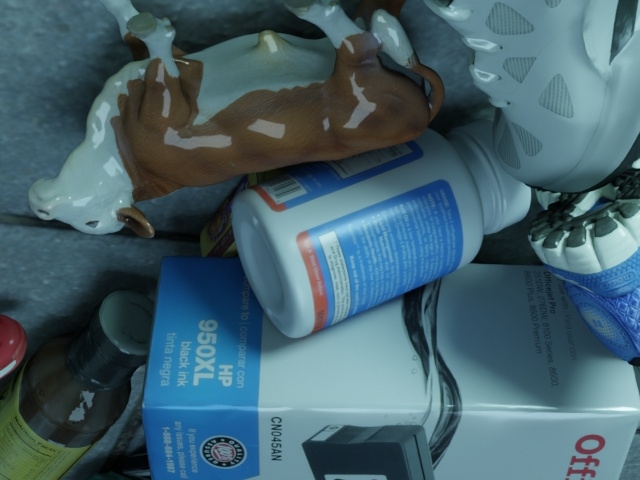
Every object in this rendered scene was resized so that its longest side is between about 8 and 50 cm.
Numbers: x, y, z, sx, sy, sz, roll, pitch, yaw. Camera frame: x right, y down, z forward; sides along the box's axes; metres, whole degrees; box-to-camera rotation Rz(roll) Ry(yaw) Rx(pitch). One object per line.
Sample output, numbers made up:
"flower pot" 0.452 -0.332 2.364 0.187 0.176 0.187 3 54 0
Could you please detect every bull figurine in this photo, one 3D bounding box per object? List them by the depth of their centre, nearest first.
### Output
"bull figurine" -0.068 -0.103 0.824 0.310 0.101 0.188 -14 140 -2

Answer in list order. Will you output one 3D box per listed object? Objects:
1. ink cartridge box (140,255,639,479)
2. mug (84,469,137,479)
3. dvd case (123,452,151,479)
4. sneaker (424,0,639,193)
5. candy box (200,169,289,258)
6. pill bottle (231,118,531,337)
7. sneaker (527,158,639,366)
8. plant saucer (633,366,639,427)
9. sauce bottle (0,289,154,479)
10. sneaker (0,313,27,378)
"ink cartridge box" 0.055 0.168 1.039 0.394 0.166 0.286 1 136 0
"mug" -0.231 0.341 1.415 0.157 0.097 0.129 13 165 34
"dvd case" -0.098 0.284 1.367 0.179 0.030 0.238 29 153 -29
"sneaker" 0.090 -0.178 0.701 0.257 0.169 0.447 -2 150 -4
"candy box" 0.000 0.000 1.042 0.186 0.053 0.109 12 141 -31
"pill bottle" 0.052 -0.018 0.928 0.221 0.124 0.124 -21 150 -18
"sneaker" 0.246 0.009 0.924 0.129 0.147 0.330 -21 -171 25
"plant saucer" 0.165 0.160 1.276 0.400 0.101 0.400 -7 146 -4
"sauce bottle" -0.259 0.163 1.170 0.111 0.111 0.344 15 138 -32
"sneaker" -0.381 0.081 1.037 0.221 0.087 0.128 -7 148 -7
